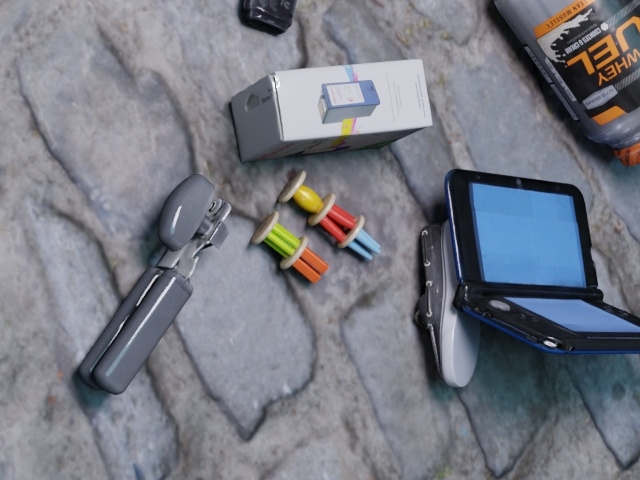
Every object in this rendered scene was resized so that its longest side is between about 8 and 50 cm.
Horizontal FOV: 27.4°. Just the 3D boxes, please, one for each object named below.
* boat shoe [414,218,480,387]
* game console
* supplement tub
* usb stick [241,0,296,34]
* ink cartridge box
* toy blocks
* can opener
[{"bbox_3d":[0.161,0.082,1.748,0.080,0.076,0.228,14,72,-55],"label":"boat shoe"},{"bbox_3d":[0.323,0.029,1.736,0.293,0.250,0.173,3,105,-41],"label":"game console"},{"bbox_3d":[0.402,-0.273,1.846,0.193,0.193,0.316,-40,97,-24],"label":"supplement tub"},{"bbox_3d":[-0.049,-0.413,1.759,0.077,0.045,0.278,18,74,-28],"label":"usb stick"},{"bbox_3d":[0.012,-0.164,1.680,0.212,0.154,0.093,-6,85,-25],"label":"ink cartridge box"},{"bbox_3d":[0.000,0.000,1.702,0.148,0.054,0.123,38,68,-14],"label":"toy blocks"},{"bbox_3d":[-0.207,0.047,1.586,0.095,0.076,0.283,46,65,-31],"label":"can opener"}]
